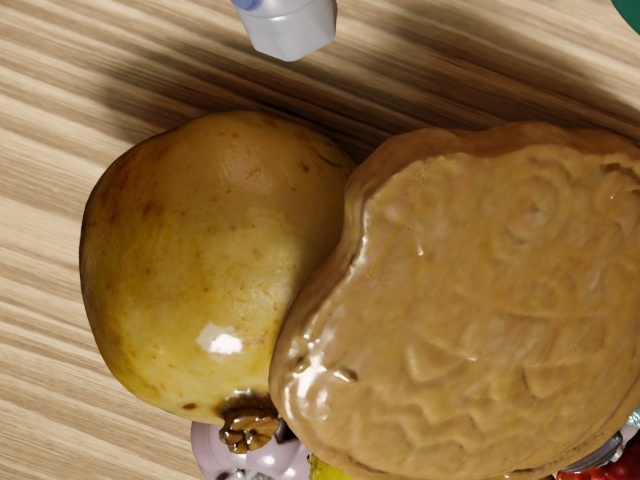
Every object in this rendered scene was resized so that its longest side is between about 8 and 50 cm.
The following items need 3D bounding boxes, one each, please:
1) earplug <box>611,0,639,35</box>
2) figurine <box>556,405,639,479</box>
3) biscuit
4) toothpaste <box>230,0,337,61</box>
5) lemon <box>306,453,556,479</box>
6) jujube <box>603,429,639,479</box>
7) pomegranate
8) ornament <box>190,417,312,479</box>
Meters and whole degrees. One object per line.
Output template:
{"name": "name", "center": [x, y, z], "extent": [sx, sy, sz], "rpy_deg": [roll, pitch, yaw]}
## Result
{"name": "earplug", "center": [0.185, -0.223, 1.128], "extent": [0.257, 0.280, 0.164], "rpy_deg": [-24, 168, 0]}
{"name": "figurine", "center": [0.297, 0.166, 1.772], "extent": [0.110, 0.138, 0.245], "rpy_deg": [-2, 160, -31]}
{"name": "biscuit", "center": [0.152, 0.070, 1.502], "extent": [0.385, 0.062, 0.365], "rpy_deg": [6, 119, -32]}
{"name": "toothpaste", "center": [-0.064, -0.276, 1.256], "extent": [0.125, 0.080, 0.371], "rpy_deg": [-15, 141, 4]}
{"name": "lemon", "center": [0.118, 0.249, 1.908], "extent": [0.263, 0.236, 0.236], "rpy_deg": [43, 147, -4]}
{"name": "jujube", "center": [0.379, 0.241, 1.849], "extent": [0.155, 0.155, 0.230], "rpy_deg": [30, 158, -22]}
{"name": "pomegranate", "center": [-0.078, 0.022, 1.581], "extent": [0.307, 0.307, 0.307], "rpy_deg": [12, 151, 7]}
{"name": "ornament", "center": [-0.062, 0.228, 2.027], "extent": [0.177, 0.177, 0.177], "rpy_deg": [12, 151, 7]}
